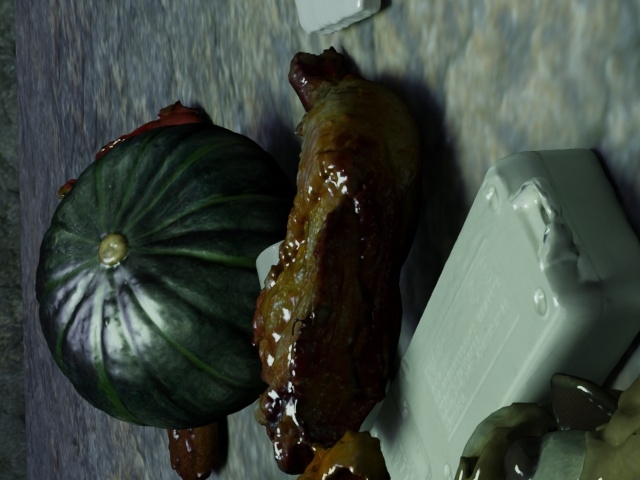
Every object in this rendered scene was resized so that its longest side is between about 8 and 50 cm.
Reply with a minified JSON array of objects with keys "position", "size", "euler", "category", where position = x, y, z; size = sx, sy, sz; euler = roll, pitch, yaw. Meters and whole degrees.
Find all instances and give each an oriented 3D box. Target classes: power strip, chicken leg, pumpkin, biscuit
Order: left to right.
[{"position":[-0.149,0.171,1.468],"size":[0.192,0.049,0.192],"euler":[174,90,-71],"category":"biscuit"},{"position":[-0.109,0.029,1.095],"size":[0.250,0.216,0.250],"euler":[-3,86,43],"category":"pumpkin"},{"position":[0.006,-0.006,0.851],"size":[0.177,0.083,0.322],"euler":[147,136,-62],"category":"chicken leg"},{"position":[0.090,0.080,0.736],"size":[0.338,0.058,0.098],"euler":[109,148,-51],"category":"power strip"}]

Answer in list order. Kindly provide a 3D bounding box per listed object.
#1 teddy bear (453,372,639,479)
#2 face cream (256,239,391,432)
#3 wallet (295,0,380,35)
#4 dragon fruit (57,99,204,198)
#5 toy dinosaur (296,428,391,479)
[{"position":[0.129,0.137,0.503],"size":[0.256,0.156,0.267],"euler":[100,-175,-50],"category":"teddy bear"},{"position":[0.016,0.122,0.931],"size":[0.077,0.077,0.250],"euler":[122,139,-61],"category":"face cream"},{"position":[0.006,-0.235,0.908],"size":[0.124,0.032,0.183],"euler":[180,85,-71],"category":"wallet"},{"position":[-0.186,-0.020,1.355],"size":[0.223,0.148,0.218],"euler":[109,147,-53],"category":"dragon fruit"},{"position":[0.008,0.239,0.640],"size":[0.432,0.097,0.208],"euler":[78,-146,-56],"category":"toy dinosaur"}]
